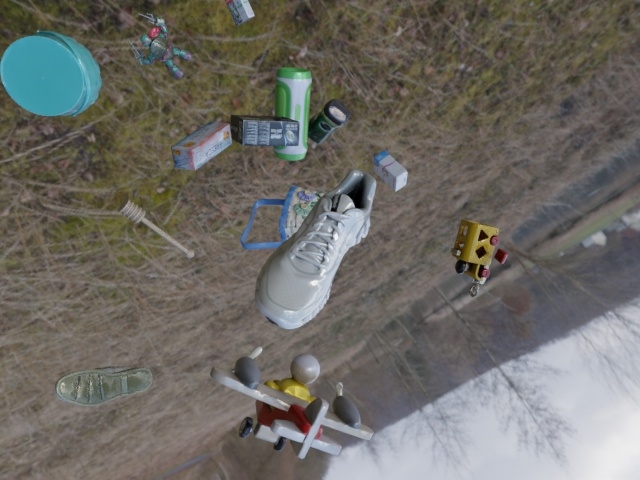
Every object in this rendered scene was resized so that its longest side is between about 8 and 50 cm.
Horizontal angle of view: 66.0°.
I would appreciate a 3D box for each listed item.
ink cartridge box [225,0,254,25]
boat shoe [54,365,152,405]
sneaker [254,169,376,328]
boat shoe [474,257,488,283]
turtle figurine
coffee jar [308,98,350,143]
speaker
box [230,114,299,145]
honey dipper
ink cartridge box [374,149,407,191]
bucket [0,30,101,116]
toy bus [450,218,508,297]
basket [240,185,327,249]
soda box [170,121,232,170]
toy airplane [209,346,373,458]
[{"bbox_3d":[-0.241,-0.685,1.411,0.063,0.115,0.029,-4,-151,45],"label":"ink cartridge box"},{"bbox_3d":[-0.699,0.459,1.571,0.104,0.113,0.303,-9,166,39],"label":"boat shoe"},{"bbox_3d":[0.000,0.000,0.724,0.292,0.110,0.118,-56,174,-40],"label":"sneaker"},{"bbox_3d":[0.573,0.082,1.784,0.079,0.083,0.233,7,-148,21],"label":"boat shoe"},{"bbox_3d":[-0.575,-0.682,1.754,0.175,0.118,0.234,-48,148,11],"label":"turtle figurine"},{"bbox_3d":[0.023,-0.420,1.739,0.184,0.096,0.079,-26,-145,55],"label":"coffee jar"},{"bbox_3d":[-0.099,-0.433,1.694,0.131,0.131,0.296,-19,125,-40],"label":"speaker"},{"bbox_3d":[-0.174,-0.342,1.530,0.180,0.077,0.147,-5,-160,-25],"label":"box"},{"bbox_3d":[-0.292,-0.017,0.898,0.031,0.030,0.161,-36,126,19],"label":"honey dipper"},{"bbox_3d":[0.247,-0.246,1.748,0.052,0.122,0.088,-37,154,-12],"label":"ink cartridge box"},{"bbox_3d":[-0.873,-0.537,1.605,0.281,0.281,0.183,-31,-156,2],"label":"bucket"},{"bbox_3d":[0.438,0.035,1.448,0.105,0.202,0.191,11,142,-18],"label":"toy bus"},{"bbox_3d":[-0.101,-0.062,1.628,0.289,0.254,0.200,-4,130,10],"label":"basket"},{"bbox_3d":[-0.299,-0.242,1.254,0.183,0.063,0.058,-54,150,-50],"label":"soda box"},{"bbox_3d":[-0.068,0.440,1.358,0.272,0.385,0.386,-69,153,-24],"label":"toy airplane"}]
